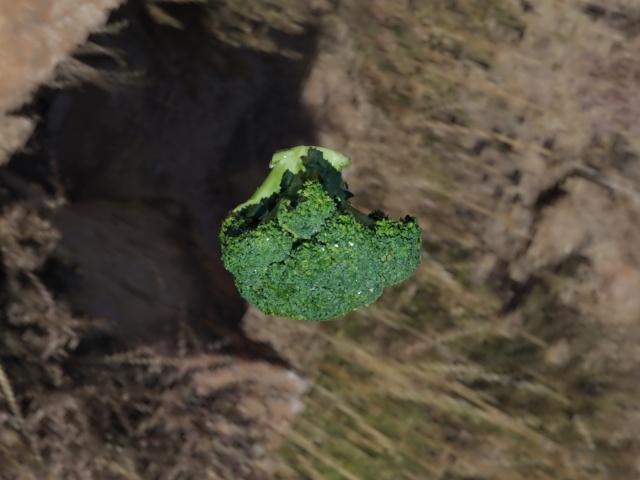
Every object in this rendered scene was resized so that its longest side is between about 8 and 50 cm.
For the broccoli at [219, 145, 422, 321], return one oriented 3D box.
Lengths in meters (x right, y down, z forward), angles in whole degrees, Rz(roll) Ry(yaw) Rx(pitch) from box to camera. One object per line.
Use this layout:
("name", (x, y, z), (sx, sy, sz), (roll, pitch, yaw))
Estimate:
("broccoli", (0.000, 0.000, 1.533), (0.195, 0.195, 0.156), (30, 57, -48))
